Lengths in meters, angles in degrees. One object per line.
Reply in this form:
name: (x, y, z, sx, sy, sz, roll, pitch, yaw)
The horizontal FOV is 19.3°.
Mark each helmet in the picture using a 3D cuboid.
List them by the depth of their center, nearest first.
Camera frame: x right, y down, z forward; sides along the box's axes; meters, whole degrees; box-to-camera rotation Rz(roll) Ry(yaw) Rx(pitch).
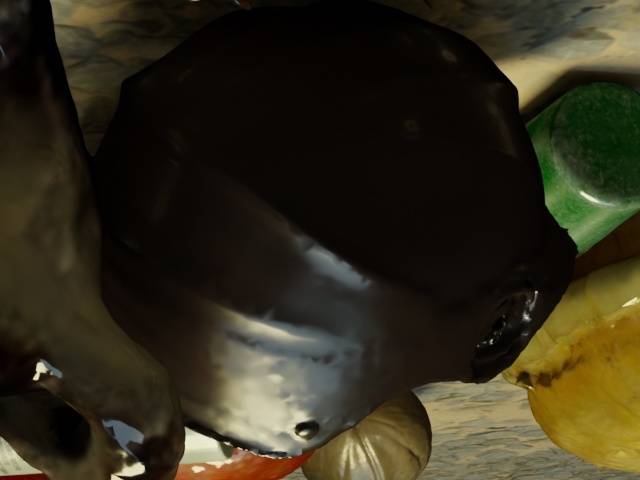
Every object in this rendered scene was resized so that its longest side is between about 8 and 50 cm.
helmet: (0.006, -0.038, 1.001, 0.305, 0.225, 0.177, -30, 138, -31)

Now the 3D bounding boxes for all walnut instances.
walnut: (0.044, 0.202, 1.897, 0.140, 0.140, 0.162, -4, 172, -3)

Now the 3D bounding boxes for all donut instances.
donut: (0.348, 0.056, 1.403, 0.449, 0.198, 0.449, -4, 164, -1)

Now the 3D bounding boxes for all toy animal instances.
toy animal: (-0.240, 0.028, 0.937, 0.344, 0.302, 0.194, -17, -156, 43)

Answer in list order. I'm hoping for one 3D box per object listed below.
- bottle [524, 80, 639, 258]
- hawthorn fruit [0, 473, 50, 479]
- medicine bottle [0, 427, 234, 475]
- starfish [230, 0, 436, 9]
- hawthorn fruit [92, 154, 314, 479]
bottle: (0.130, -0.011, 1.301, 0.093, 0.093, 0.330, 1, 162, -19)
hawthorn fruit: (-0.354, 0.235, 1.680, 0.224, 0.260, 0.224, 1, 159, 0)
medicine bottle: (-0.144, 0.089, 1.065, 0.183, 0.086, 0.086, -5, 163, 7)
starfish: (0.061, -0.152, 0.896, 0.238, 0.057, 0.213, 1, 169, -17)
hawthorn fruit: (-0.112, 0.038, 1.194, 0.272, 0.241, 0.242, 14, 157, -21)
